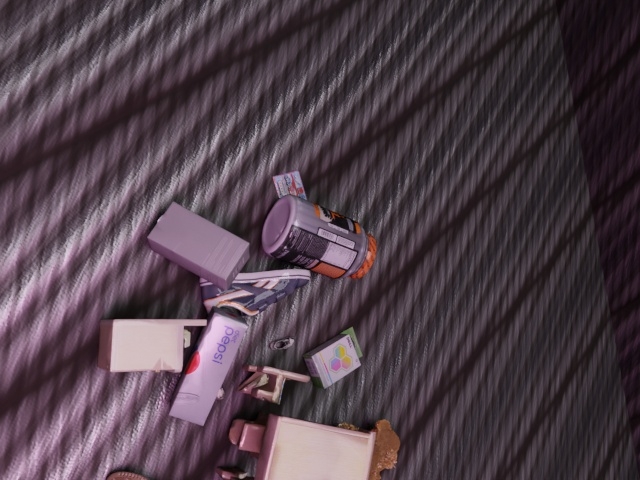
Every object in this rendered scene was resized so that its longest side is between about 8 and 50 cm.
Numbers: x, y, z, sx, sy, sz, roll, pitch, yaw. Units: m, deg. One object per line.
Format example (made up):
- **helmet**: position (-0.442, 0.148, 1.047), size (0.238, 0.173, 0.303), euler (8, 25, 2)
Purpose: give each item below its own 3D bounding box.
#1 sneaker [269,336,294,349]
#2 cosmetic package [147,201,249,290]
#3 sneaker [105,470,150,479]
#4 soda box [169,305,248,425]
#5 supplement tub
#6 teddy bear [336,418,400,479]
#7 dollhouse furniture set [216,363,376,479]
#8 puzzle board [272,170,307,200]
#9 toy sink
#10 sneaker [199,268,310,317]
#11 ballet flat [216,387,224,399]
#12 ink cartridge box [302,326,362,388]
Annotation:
- **sneaker**: position (-0.108, 0.308, 1.653), size (0.083, 0.037, 0.031), euler (-13, 89, -35)
- **cosmetic package**: position (-0.319, 0.016, 1.465), size (0.238, 0.107, 0.127), euler (29, 66, 6)
- **sneaker**: position (-0.397, 0.658, 1.397), size (0.282, 0.153, 0.099), euler (22, 72, 3)
- **soda box**: position (-0.292, 0.322, 1.444), size (0.098, 0.091, 0.286), euler (25, 89, -15)
- **supplement tub**: position (0.000, 0.000, 1.671), size (0.316, 0.194, 0.193), euler (22, 72, -30)
- **teddy bear**: position (0.102, 0.677, 1.668), size (0.245, 0.113, 0.338), euler (47, 46, -7)
- **dollhouse furniture set**: position (-0.074, 0.528, 1.425), size (0.257, 0.394, 0.362), euler (19, 73, -20)
- **puzzle board**: position (-0.090, -0.149, 1.741), size (0.096, 0.011, 0.128), euler (-19, 93, -33)
- **toy sink**: position (-0.419, 0.262, 1.391), size (0.234, 0.153, 0.131), euler (5, 81, -33)
- **sneaker**: position (-0.178, 0.151, 1.578), size (0.321, 0.126, 0.127), euler (-4, 81, -22)
- **ballet flat**: position (-0.298, 0.390, 1.518), size (0.041, 0.041, 0.114), euler (-43, 106, -29)
- **ink cartridge box**: position (0.056, 0.362, 1.736), size (0.209, 0.062, 0.109), euler (-24, 96, -33)
